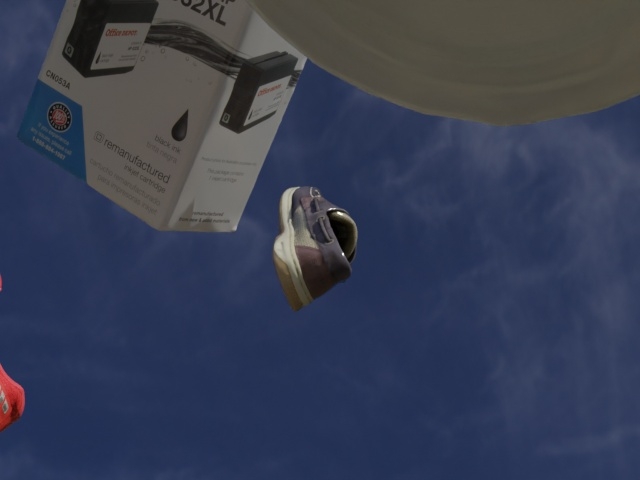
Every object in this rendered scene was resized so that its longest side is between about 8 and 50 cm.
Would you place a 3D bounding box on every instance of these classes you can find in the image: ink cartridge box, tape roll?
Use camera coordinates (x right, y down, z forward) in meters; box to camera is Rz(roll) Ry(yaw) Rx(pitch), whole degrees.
[{"bbox_3d":[-0.143,-0.191,1.205,0.223,0.129,0.307,31,-74,29],"label":"ink cartridge box"},{"bbox_3d":[0.070,-0.192,0.447,0.286,0.100,0.286,16,-57,27],"label":"tape roll"}]

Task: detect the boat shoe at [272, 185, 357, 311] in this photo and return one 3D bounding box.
[{"bbox_3d":[0.000,0.000,1.446,0.092,0.285,0.102,-15,-74,7],"label":"boat shoe"}]

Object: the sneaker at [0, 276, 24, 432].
[{"bbox_3d":[-0.288,0.020,0.844,0.107,0.118,0.279,-33,-107,40],"label":"sneaker"}]
